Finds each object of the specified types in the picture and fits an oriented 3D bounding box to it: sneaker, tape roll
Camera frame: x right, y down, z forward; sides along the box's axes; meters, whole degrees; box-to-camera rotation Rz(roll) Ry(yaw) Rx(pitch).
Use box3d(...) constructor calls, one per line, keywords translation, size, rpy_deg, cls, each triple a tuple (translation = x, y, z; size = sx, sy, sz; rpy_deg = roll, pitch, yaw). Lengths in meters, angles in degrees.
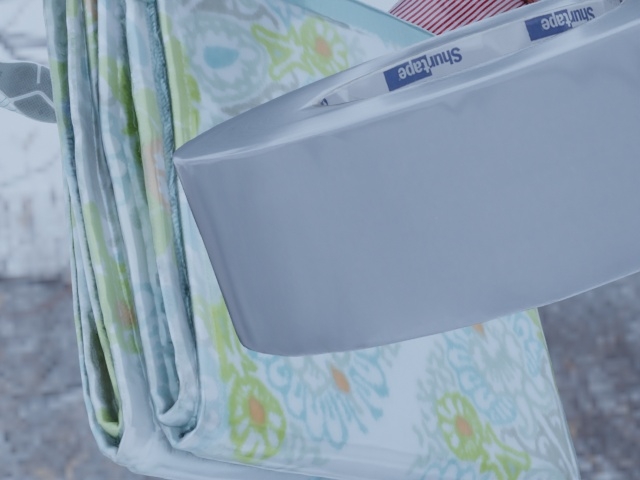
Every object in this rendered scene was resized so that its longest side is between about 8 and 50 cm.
box3d(translation=(-0.309, -0.156, 1.883), size=(0.152, 0.054, 0.061), rpy_deg=(22, 175, 3), cls="sneaker")
box3d(translation=(0.063, -0.034, 0.661), size=(0.219, 0.072, 0.219), rpy_deg=(-20, -171, 3), cls="tape roll")

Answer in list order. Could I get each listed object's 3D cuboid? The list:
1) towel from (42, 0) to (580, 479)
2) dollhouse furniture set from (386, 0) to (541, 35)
box3d(translation=(0.000, 0.000, 1.114), size=(0.090, 0.321, 0.374), rpy_deg=(-26, 153, 35), cls="towel")
box3d(translation=(0.049, -0.326, 2.053), size=(0.201, 0.374, 0.152), rpy_deg=(-43, 177, 12), cls="dollhouse furniture set")
